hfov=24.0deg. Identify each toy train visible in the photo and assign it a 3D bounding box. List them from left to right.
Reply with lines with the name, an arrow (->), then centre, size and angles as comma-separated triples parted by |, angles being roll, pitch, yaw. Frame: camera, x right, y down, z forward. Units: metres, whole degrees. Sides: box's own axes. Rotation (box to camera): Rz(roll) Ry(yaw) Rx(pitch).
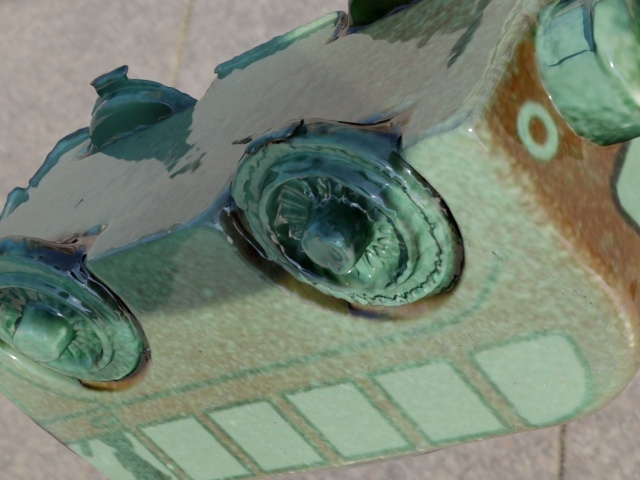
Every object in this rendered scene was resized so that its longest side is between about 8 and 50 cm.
toy train -> 0.000, 0.000, 0.541 | 0.326, 0.159, 0.129 | -19, 35, 43
